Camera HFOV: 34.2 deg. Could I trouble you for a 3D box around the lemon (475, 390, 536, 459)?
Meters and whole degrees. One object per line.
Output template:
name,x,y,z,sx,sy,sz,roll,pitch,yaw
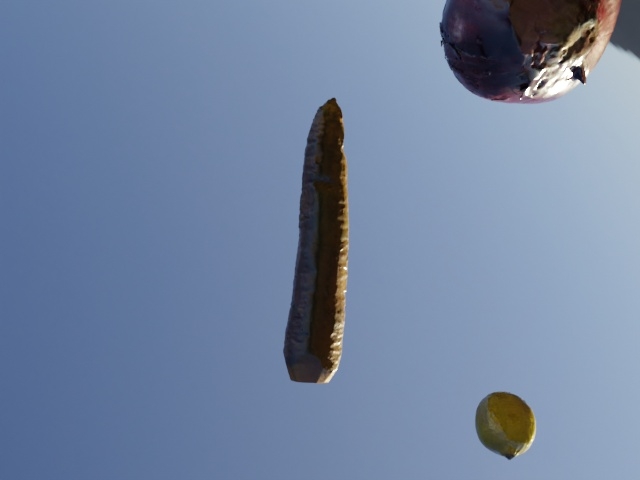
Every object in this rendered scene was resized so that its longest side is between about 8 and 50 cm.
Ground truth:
lemon,0.331,0.330,1.863,0.109,0.109,0.133,29,-135,-28

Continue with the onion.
onion,0.245,-0.288,1.282,0.219,0.252,0.252,32,-166,36

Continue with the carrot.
carrot,0.000,0.000,1.147,0.066,0.314,0.066,4,180,0
